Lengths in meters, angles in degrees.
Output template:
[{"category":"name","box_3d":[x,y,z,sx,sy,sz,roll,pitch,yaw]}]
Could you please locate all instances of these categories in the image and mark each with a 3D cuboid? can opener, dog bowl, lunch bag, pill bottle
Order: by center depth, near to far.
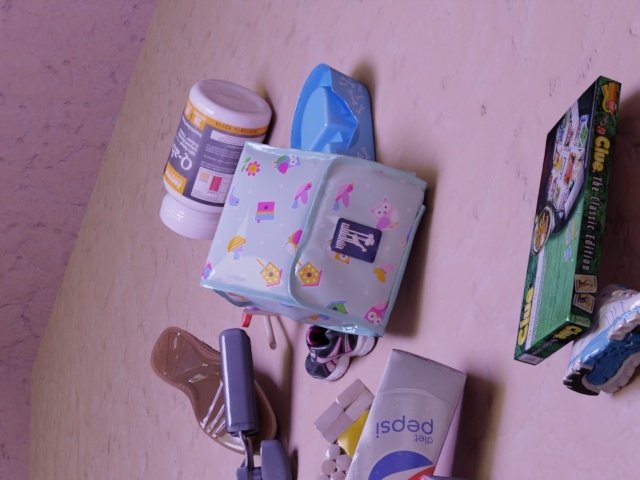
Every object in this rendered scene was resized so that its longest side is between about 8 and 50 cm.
[{"category":"lunch bag","box_3d":[0.000,0.000,1.645,0.262,0.160,0.223,11,77,30]},{"category":"dog bowl","box_3d":[0.020,-0.127,1.870,0.166,0.074,0.297,127,148,-50]},{"category":"can opener","box_3d":[-0.098,0.275,1.920,0.076,0.095,0.283,73,-170,-74]},{"category":"pill bottle","box_3d":[-0.206,-0.151,2.350,0.162,0.162,0.278,-112,39,-56]}]

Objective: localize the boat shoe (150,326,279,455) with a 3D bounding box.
[{"category":"boat shoe","box_3d":[-0.157,0.259,2.092,0.342,0.123,0.123,31,91,47]}]

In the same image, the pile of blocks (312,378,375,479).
[{"category":"pile of blocks","box_3d":[0.053,0.361,1.533,0.112,0.149,0.362,54,-137,-56]}]

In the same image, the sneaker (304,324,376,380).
[{"category":"sneaker","box_3d":[0.009,0.143,1.754,0.178,0.077,0.072,130,146,-53]}]

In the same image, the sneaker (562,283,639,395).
[{"category":"sneaker","box_3d":[0.276,0.067,1.112,0.191,0.071,0.083,131,150,-53]}]

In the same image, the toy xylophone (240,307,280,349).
[{"category":"toy xylophone","box_3d":[-0.087,0.035,2.006,0.323,0.081,0.236,-113,37,-72]}]

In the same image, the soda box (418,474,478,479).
[{"category":"soda box","box_3d":[0.129,0.388,1.309,0.092,0.083,0.263,-160,81,-69]}]

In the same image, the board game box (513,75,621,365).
[{"category":"board game box","box_3d":[0.241,-0.018,1.210,0.136,0.030,0.260,129,156,-65]}]

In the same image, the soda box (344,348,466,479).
[{"category":"soda box","box_3d":[0.077,0.269,1.392,0.098,0.091,0.286,46,-116,-82]}]
